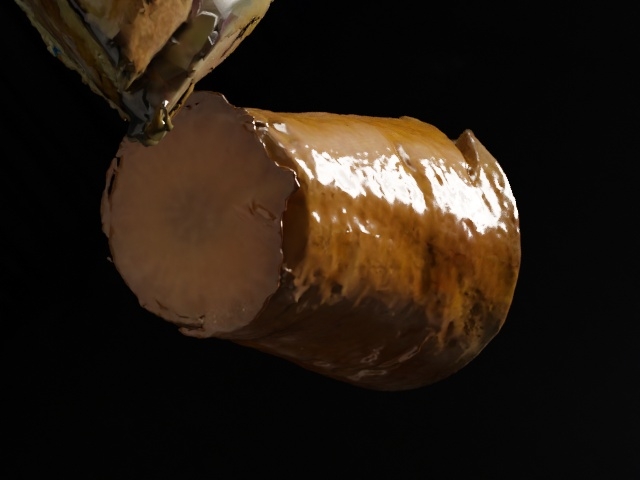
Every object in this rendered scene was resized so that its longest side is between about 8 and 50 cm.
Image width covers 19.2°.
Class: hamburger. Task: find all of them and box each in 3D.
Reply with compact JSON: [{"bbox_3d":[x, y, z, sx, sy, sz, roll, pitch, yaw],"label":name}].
[{"bbox_3d":[-0.063,-0.110,0.618,0.102,0.087,0.176,-29,-124,-18],"label":"hamburger"}]

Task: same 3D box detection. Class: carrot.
[{"bbox_3d":[0.000,0.000,1.206,0.196,0.254,0.196,-2,-95,26],"label":"carrot"}]
